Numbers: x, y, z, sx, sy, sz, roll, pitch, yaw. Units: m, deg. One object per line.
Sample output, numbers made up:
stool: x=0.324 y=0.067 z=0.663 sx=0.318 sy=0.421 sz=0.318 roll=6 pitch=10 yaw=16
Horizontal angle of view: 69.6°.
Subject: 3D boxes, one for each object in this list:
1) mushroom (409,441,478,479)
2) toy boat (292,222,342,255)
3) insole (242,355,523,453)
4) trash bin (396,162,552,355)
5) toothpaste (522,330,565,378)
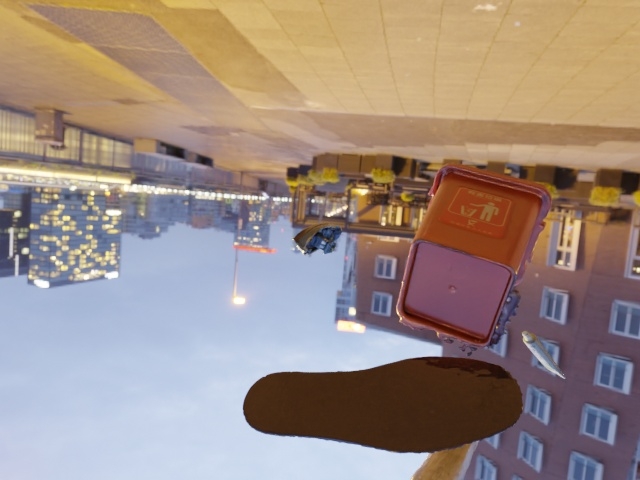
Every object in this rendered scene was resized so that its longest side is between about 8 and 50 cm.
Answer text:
mushroom: x=0.261 y=0.495 z=0.985 sx=0.095 sy=0.123 sz=0.351 roll=43 pitch=-156 yaw=16
toy boat: x=0.000 y=0.000 z=0.929 sx=0.061 sy=0.060 sz=0.137 roll=37 pitch=-152 yaw=25
insole: x=0.059 y=0.187 z=0.532 sx=0.327 sy=0.007 sz=0.111 roll=-7 pitch=-135 yaw=16
trash bin: x=0.189 y=0.025 z=0.597 sx=0.161 sy=0.185 sz=0.238 roll=18 pitch=-147 yaw=20
toothpaste: x=0.529 y=0.273 z=1.099 sx=0.197 sy=0.029 sz=0.048 roll=45 pitch=173 yaw=-28
